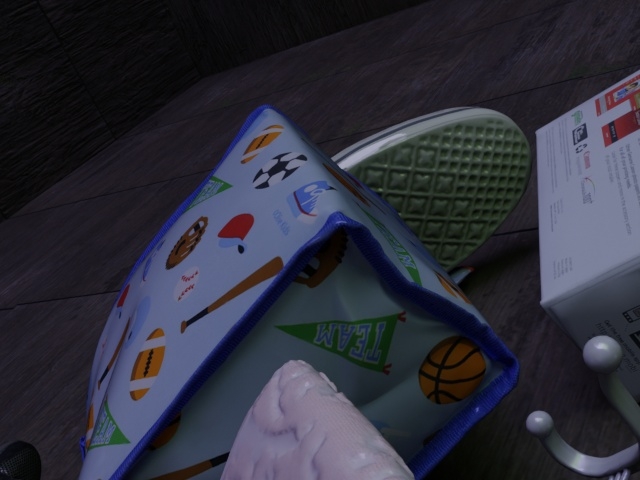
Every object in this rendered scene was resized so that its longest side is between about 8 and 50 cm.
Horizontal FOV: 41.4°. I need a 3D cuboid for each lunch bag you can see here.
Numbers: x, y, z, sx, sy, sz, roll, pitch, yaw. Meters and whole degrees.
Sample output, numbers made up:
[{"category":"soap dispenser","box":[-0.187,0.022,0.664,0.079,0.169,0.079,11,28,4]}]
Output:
[{"category":"lunch bag","box":[-0.070,0.123,0.720,0.385,0.239,0.328,-48,22,7]}]

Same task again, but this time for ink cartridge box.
[{"category":"ink cartridge box","box":[0.333,-0.051,0.716,0.272,0.130,0.309,-32,21,29]}]

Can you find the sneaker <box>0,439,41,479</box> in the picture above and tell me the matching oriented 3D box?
[{"category":"sneaker","box":[-0.296,0.281,0.831,0.130,0.087,0.227,-19,26,13]}]

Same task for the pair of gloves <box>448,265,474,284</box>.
[{"category":"pair of gloves","box":[0.074,0.084,0.948,0.198,0.023,0.159,-9,29,47]}]

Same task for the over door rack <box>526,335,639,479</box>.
[{"category":"over door rack","box":[0.152,0.151,0.389,0.239,0.108,0.324,-55,6,-29]}]

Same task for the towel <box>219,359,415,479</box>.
[{"category":"towel","box":[-0.013,0.251,0.383,0.316,0.053,0.332,-69,23,5]}]

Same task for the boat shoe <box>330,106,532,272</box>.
[{"category":"boat shoe","box":[0.000,0.000,0.958,0.500,0.186,0.156,-33,25,8]}]
